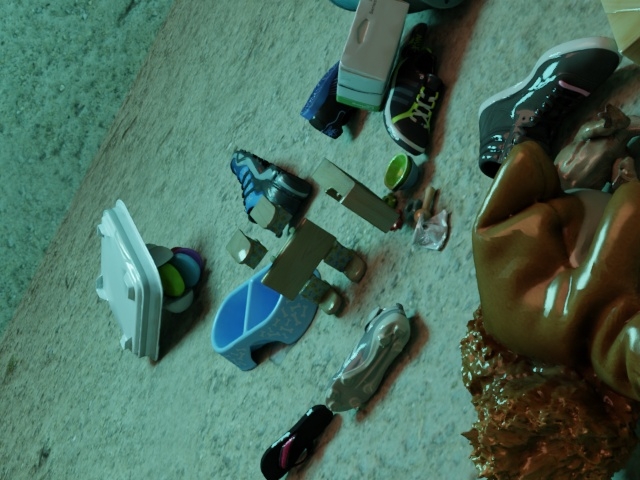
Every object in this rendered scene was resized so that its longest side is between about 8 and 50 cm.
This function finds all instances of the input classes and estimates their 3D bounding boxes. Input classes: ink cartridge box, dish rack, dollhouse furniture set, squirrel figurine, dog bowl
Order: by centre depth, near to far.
[{"bbox_3d":[0.332,0.131,1.241,0.397,0.281,0.370,-59,39,19],"label":"squirrel figurine"},{"bbox_3d":[0.000,0.000,1.924,0.242,0.212,0.161,-55,29,6],"label":"dollhouse furniture set"},{"bbox_3d":[0.095,-0.349,2.064,0.219,0.092,0.160,95,-168,-83],"label":"ink cartridge box"},{"bbox_3d":[-0.115,0.141,2.160,0.297,0.074,0.166,-35,40,43],"label":"dog bowl"},{"bbox_3d":[-0.449,0.101,2.542,0.285,0.072,0.333,59,152,32],"label":"dish rack"}]

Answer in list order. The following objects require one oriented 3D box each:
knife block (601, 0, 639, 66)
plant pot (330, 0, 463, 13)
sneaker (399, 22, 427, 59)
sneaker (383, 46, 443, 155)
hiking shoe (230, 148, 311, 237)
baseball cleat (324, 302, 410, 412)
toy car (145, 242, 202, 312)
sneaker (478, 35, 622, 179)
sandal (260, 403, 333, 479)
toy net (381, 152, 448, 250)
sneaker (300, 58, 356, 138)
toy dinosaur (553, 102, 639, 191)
[{"bbox_3d":[0.500,-0.347,1.471,0.242,0.088,0.276,-43,34,35],"label":"knife block"},{"bbox_3d":[0.161,-0.541,2.062,0.255,0.271,0.272,29,94,47],"label":"plant pot"},{"bbox_3d":[0.183,-0.378,2.116,0.083,0.031,0.035,-58,33,32],"label":"sneaker"},{"bbox_3d":[0.172,-0.259,1.976,0.097,0.084,0.235,-38,38,39],"label":"sneaker"},{"bbox_3d":[-0.136,-0.108,2.355,0.132,0.113,0.304,-63,28,3],"label":"hiking shoe"},{"bbox_3d":[0.079,0.190,1.810,0.206,0.072,0.109,-49,18,19],"label":"baseball cleat"},{"bbox_3d":[-0.340,0.072,2.564,0.136,0.159,0.182,-31,16,-20],"label":"toy car"},{"bbox_3d":[0.334,-0.178,1.617,0.296,0.104,0.147,-34,42,54],"label":"sneaker"},{"bbox_3d":[-0.041,0.351,1.875,0.179,0.067,0.040,-51,42,20],"label":"sandal"},{"bbox_3d":[0.149,-0.049,1.886,0.122,0.045,0.232,-53,30,22],"label":"toy net"},{"bbox_3d":[0.035,-0.292,2.259,0.081,0.090,0.232,-38,16,43],"label":"sneaker"},{"bbox_3d":[0.357,-0.100,1.504,0.295,0.127,0.200,-37,-2,15],"label":"toy dinosaur"}]
